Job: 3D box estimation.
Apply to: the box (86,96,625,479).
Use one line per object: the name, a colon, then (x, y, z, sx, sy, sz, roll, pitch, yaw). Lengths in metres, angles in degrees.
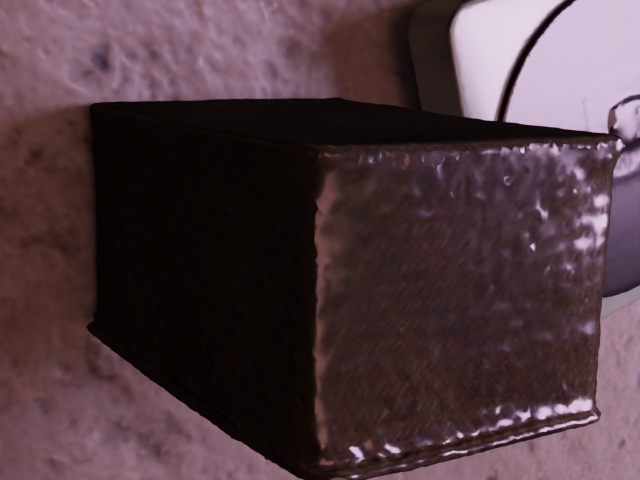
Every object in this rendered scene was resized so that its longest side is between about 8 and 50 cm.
box: (0.000, 0.002, 0.567, 0.184, 0.273, 0.143, -6, 104, -31)

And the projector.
projector: (0.194, -0.076, 0.784, 0.257, 0.079, 0.259, -22, 111, -25)
